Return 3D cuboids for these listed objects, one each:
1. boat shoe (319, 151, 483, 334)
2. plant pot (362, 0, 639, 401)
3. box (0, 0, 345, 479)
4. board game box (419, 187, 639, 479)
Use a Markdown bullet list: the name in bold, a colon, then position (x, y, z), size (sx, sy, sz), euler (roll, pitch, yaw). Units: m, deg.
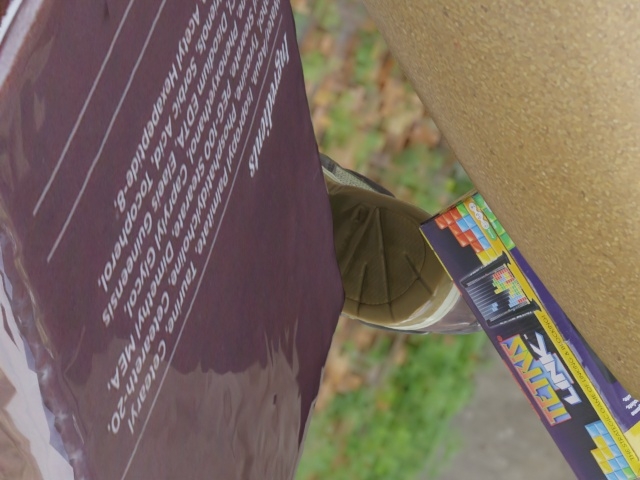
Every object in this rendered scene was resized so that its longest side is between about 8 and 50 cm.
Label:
- **boat shoe**: position (0.001, -0.001, 1.019), size (0.073, 0.223, 0.080), euler (36, 83, -44)
- **plant pot**: position (0.118, -0.086, 0.612), size (0.237, 0.237, 0.254), euler (-46, 120, -62)
- **box**: position (-0.100, -0.004, 0.426), size (0.167, 0.169, 0.203), euler (-75, 161, -44)
- **board game box**: position (0.147, 0.009, 0.898), size (0.170, 0.141, 0.048), euler (-32, -179, -34)
